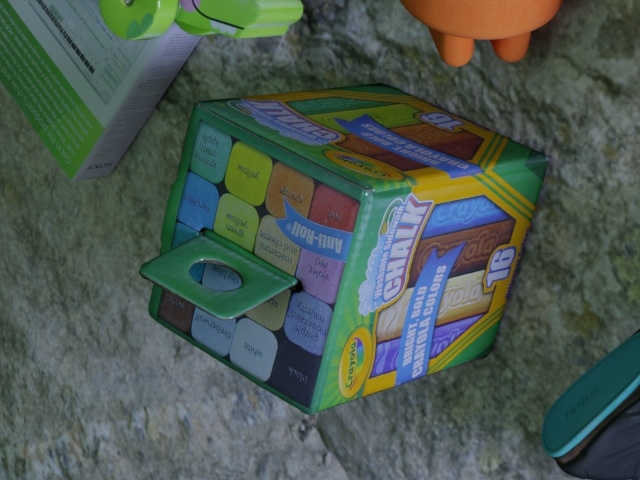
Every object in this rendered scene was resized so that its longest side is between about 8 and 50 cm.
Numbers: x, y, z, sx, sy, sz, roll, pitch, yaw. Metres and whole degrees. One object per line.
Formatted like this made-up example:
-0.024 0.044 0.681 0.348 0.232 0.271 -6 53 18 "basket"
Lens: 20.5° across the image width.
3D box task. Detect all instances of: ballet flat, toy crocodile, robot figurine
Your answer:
0.263 0.079 1.232 0.280 0.096 0.095 -52 21 43 "ballet flat"
-0.161 -0.232 1.442 0.340 0.115 0.105 23 110 35 "toy crocodile"
0.119 -0.232 1.253 0.158 0.128 0.219 19 133 22 "robot figurine"

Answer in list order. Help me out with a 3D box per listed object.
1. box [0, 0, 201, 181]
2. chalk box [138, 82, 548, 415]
-0.195 -0.244 1.580 0.232 0.058 0.322 52 124 21 "box"
0.000 0.000 1.304 0.180 0.289 0.179 28 114 33 "chalk box"
